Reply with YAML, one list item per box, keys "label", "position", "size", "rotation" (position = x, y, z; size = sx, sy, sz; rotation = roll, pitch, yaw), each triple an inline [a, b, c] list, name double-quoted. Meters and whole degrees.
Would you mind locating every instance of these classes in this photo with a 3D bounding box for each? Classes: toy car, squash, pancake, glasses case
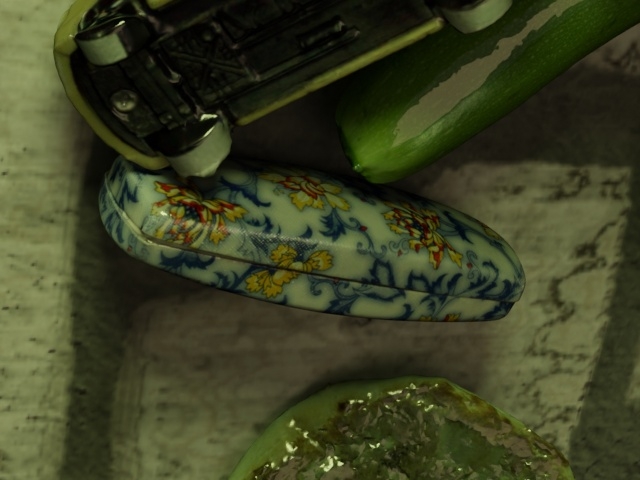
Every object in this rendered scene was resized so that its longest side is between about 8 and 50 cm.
- label: "toy car"
  position: [-0.007, -0.138, 0.967]
  size: [0.256, 0.124, 0.101]
  rotation: [-25, 125, 16]
- label: "squash"
  position: [0.125, -0.133, 1.061]
  size: [0.292, 0.082, 0.082]
  rotation: [-34, 125, -7]
- label: "pancake"
  position: [0.045, 0.199, 1.160]
  size: [0.253, 0.037, 0.254]
  rotation: [0, 94, -4]
- label: "glasses case"
  position: [0.000, 0.000, 1.064]
  size: [0.248, 0.087, 0.065]
  rotation: [12, 113, -30]
